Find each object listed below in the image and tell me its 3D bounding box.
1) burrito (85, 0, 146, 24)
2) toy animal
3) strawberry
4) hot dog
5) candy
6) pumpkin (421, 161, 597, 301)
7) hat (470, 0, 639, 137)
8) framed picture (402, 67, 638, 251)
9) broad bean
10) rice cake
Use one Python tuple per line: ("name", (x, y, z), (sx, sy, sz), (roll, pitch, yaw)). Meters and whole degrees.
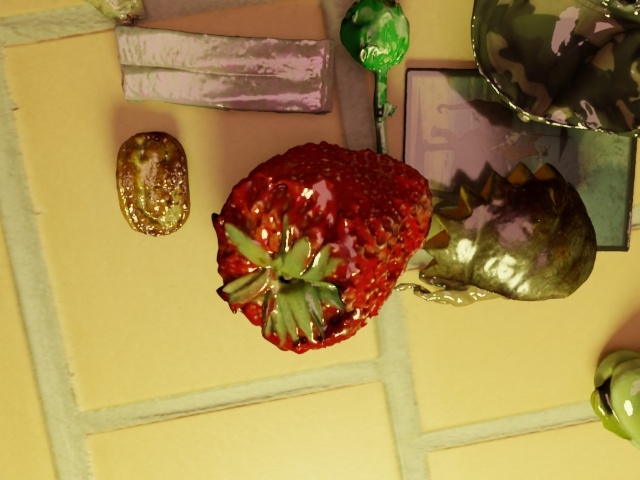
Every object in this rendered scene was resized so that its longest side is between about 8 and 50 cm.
("burrito", (-0.316, -0.354, 0.996), (0.188, 0.045, 0.058), (36, 101, -8))
("toy animal", (0.213, 0.055, 1.060), (0.219, 0.069, 0.086), (-3, 121, 0))
("strawberry", (0.004, 0.002, 0.983), (0.260, 0.257, 0.261), (13, 122, 22))
("hot dog", (-0.231, -0.077, 1.025), (0.099, 0.065, 0.147), (-2, 95, -12))
("candy", (0.087, -0.173, 1.034), (0.096, 0.097, 0.324), (-6, 106, -2))
("pumpkin", (0.271, -0.008, 0.966), (0.253, 0.149, 0.131), (-24, 139, -13))
("hat", (0.394, -0.340, 0.997), (0.366, 0.257, 0.382), (39, 53, -6))
("framed picture", (0.289, -0.115, 1.072), (0.346, 0.016, 0.265), (2, 96, -4))
("broad bean", (0.504, 0.239, 1.086), (0.227, 0.100, 0.170), (2, 104, -5))
("rice cake", (-0.130, -0.231, 1.018), (0.297, 0.050, 0.106), (3, 96, -4))
